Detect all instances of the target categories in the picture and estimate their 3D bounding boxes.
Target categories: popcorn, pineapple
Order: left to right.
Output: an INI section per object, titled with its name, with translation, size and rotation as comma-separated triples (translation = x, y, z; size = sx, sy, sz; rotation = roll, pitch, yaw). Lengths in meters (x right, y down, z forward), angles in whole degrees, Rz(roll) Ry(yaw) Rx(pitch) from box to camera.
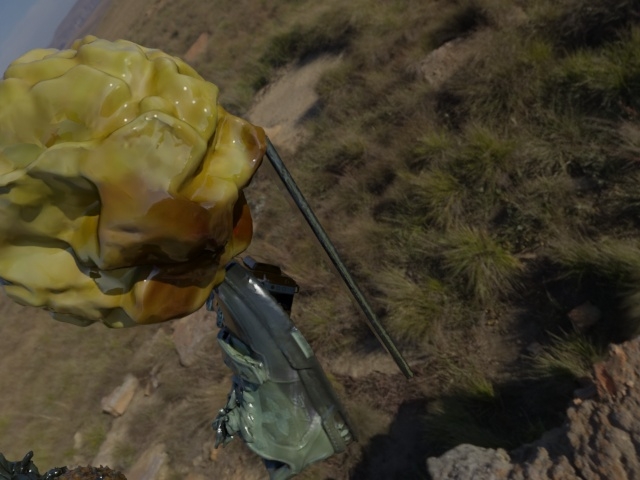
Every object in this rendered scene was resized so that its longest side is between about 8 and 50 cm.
[pineapple]
translation = -0.424, 0.392, 0.739
size = 0.111, 0.237, 0.119
rotation = -44, -39, -72
[popcorn]
translation = -0.204, -0.038, 0.434
size = 0.333, 0.264, 0.225
rotation = -10, 45, 3

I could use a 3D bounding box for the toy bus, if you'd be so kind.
[toy bus]
translation = -0.113, 0.079, 0.754
size = 0.201, 0.098, 0.114
rotation = 21, 98, 67

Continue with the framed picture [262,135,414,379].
[framed picture]
translation = 0.000, 0.000, 0.646
size = 0.016, 0.347, 0.265
rotation = -34, 21, -2

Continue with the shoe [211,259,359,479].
[shoe]
translation = -0.071, 0.171, 0.540
size = 0.149, 0.292, 0.109
rotation = -35, 27, -11
